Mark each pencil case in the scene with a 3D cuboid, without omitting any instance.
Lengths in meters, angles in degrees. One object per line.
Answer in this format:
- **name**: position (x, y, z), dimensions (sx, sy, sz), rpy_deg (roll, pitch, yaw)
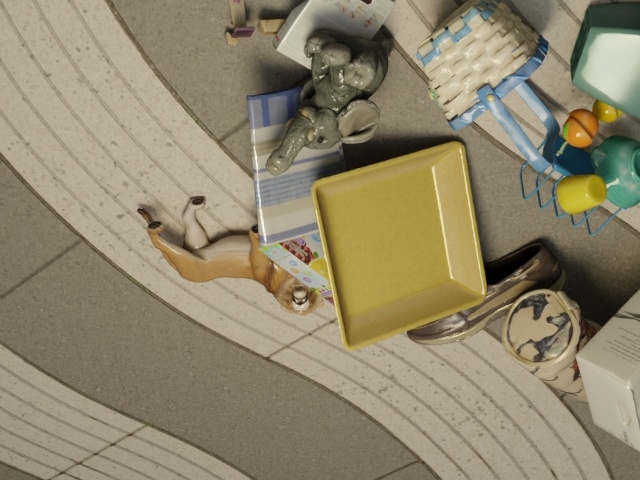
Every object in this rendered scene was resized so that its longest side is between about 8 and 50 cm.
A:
- **pencil case**: position (0.539, 0.229, 1.800), dimensions (0.410, 0.160, 0.183), rpy_deg (29, 107, -41)

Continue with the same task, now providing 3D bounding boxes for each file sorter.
- **file sorter**: position (0.477, -0.103, 1.669), dimensions (0.170, 0.118, 0.104), rpy_deg (27, 127, -14)

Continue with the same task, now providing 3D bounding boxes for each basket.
- **basket**: position (0.306, -0.265, 1.491), dimensions (0.289, 0.255, 0.201), rpy_deg (47, 117, -4)

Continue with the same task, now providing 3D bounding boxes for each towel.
- **towel**: position (-0.041, -0.142, 1.620), dimensions (0.209, 0.034, 0.285), rpy_deg (-18, 113, -34)

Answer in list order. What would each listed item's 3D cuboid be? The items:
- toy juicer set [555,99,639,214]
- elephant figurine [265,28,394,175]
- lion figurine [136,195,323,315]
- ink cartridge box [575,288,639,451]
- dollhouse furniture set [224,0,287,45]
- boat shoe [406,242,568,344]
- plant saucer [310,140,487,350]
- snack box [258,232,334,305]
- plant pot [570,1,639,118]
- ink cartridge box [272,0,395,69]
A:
- **toy juicer set**: position (0.545, -0.162, 1.586), dimensions (0.328, 0.209, 0.089), rpy_deg (-6, 175, -30)
- **elephant figurine**: position (0.018, -0.233, 1.525), dimensions (0.185, 0.169, 0.240), rpy_deg (12, 117, -8)
- **lion figurine**: position (-0.183, 0.037, 1.837), dimensions (0.391, 0.142, 0.240), rpy_deg (9, 135, 16)
- **ink cartridge box**: position (0.650, 0.217, 1.686), dimensions (0.307, 0.129, 0.223), rpy_deg (-40, 129, -18)
- **dollhouse furniture set**: position (-0.111, -0.402, 1.569), dimensions (0.114, 0.091, 0.081), rpy_deg (-7, 86, -17)
- **boat shoe**: position (0.332, 0.102, 1.840), dimensions (0.355, 0.132, 0.130), rpy_deg (-25, 111, 11)
- **plant saucer**: position (0.144, 0.004, 1.687), dimensions (0.332, 0.081, 0.333), rpy_deg (-17, 104, -22)
- **snack box**: position (0.000, 0.000, 1.746), dimensions (0.207, 0.175, 0.070), rpy_deg (39, 144, -21)
- **plant pot**: position (0.554, -0.307, 1.493), dimensions (0.234, 0.165, 0.166), rpy_deg (13, 126, 5)
- **ink cartridge box**: position (0.022, -0.381, 1.537), dimensions (0.145, 0.045, 0.179), rpy_deg (24, 114, -32)
